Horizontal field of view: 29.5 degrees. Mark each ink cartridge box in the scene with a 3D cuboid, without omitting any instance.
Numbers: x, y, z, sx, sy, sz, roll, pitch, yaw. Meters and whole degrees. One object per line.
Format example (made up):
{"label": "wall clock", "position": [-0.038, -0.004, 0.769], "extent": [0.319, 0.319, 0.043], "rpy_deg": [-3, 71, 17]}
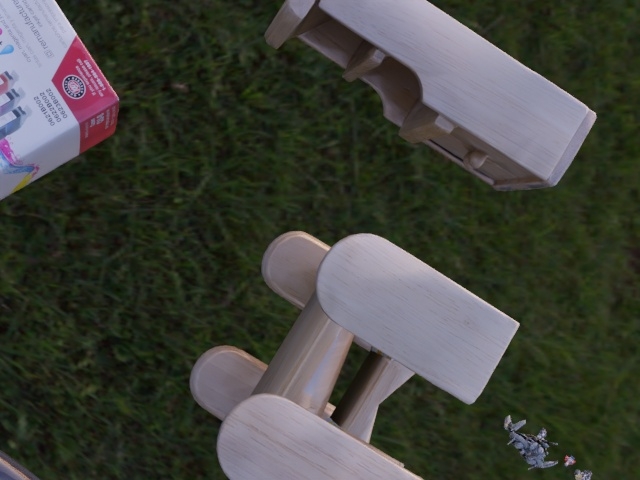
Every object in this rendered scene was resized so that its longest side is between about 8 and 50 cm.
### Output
{"label": "ink cartridge box", "position": [-0.277, -0.110, 1.012], "extent": [0.176, 0.127, 0.128], "rpy_deg": [-33, 91, -14]}

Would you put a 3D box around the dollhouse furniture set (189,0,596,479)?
{"label": "dollhouse furniture set", "position": [0.000, 0.000, 1.002], "extent": [0.256, 0.362, 0.394], "rpy_deg": [32, 86, -8]}

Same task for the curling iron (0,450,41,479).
{"label": "curling iron", "position": [-0.169, 0.179, 0.783], "extent": [0.274, 0.068, 0.035], "rpy_deg": [47, 68, -18]}

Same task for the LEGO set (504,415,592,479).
{"label": "LEGO set", "position": [0.174, 0.171, 0.962], "extent": [0.023, 0.083, 0.054], "rpy_deg": [-42, 136, -21]}
